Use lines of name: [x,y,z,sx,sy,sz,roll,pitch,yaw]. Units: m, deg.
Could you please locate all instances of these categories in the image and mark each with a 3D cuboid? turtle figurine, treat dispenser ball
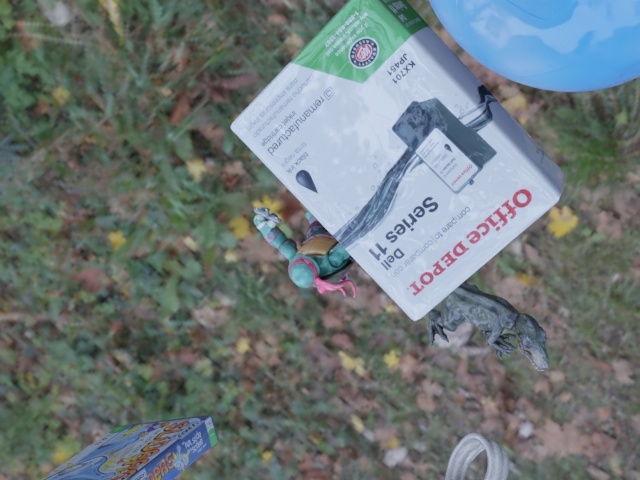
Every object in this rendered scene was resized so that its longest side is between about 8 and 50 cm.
turtle figurine: [0.000,0.000,1.330,0.175,0.234,0.118,6,109,17]
treat dispenser ball: [0.227,-0.277,0.920,0.288,0.288,0.288,29,150,19]

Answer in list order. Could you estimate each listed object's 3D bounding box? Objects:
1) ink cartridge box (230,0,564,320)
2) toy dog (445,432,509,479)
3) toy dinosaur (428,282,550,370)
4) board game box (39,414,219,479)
ink cartridge box: [0.061,-0.067,0.788,0.208,0.087,0.153,46,111,-1]
toy dog: [0.086,0.368,1.185,0.161,0.334,0.220,24,-155,-33]
toy dinosaur: [0.166,0.084,1.209,0.268,0.064,0.118,27,155,34]
board game box: [-0.217,0.247,1.121,0.136,0.201,0.035,-11,99,25]
